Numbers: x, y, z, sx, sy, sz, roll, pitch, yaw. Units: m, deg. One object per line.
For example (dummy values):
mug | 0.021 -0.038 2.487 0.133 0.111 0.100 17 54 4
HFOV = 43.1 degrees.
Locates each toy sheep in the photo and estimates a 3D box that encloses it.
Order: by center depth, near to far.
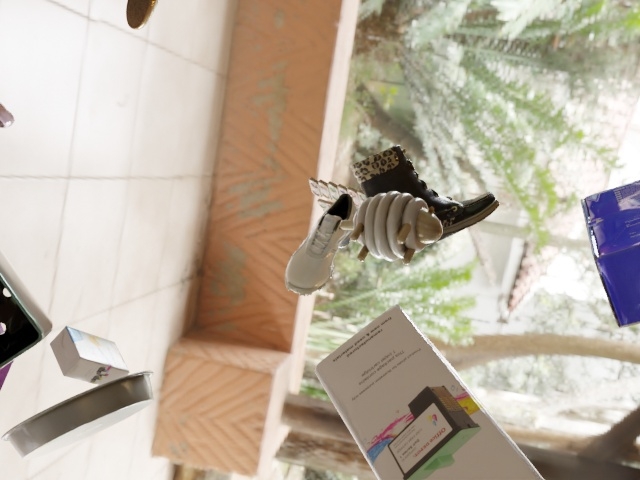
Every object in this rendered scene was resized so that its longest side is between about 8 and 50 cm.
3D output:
toy sheep | 0.081 -0.016 0.953 0.091 0.132 0.091 -23 116 -60

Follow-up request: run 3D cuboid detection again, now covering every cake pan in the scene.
cake pan | -0.439 0.329 1.509 0.054 0.293 0.293 64 2 11

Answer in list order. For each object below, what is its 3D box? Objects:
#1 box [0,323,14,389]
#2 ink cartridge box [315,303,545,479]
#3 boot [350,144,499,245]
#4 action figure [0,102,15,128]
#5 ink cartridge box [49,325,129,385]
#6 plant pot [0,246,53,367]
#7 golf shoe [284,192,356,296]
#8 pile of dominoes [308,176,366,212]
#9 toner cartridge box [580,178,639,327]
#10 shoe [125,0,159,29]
box | -0.533 0.175 1.167 0.293 0.057 0.200 39 -75 50
ink cartridge box | 0.133 0.222 0.769 0.201 0.117 0.278 52 1 -36
boot | 0.178 -0.087 1.378 0.178 0.237 0.085 67 -17 0
action figure | -0.685 -0.277 1.252 0.370 0.276 0.248 49 -16 42
ink cartridge box | -0.494 0.264 1.786 0.061 0.104 0.181 -47 141 9
plant pot | -0.401 0.080 0.901 0.166 0.165 0.234 -34 -178 -8
golf shoe | 0.000 0.000 1.174 0.086 0.069 0.176 93 22 -49
pile of dominoes | 0.069 -0.042 1.737 0.040 0.251 0.196 -49 129 -19
toner cartridge box | 0.414 -0.035 0.702 0.075 0.348 0.165 66 21 -14
shoe | -0.372 -0.573 1.816 0.058 0.077 0.218 2 115 -58
